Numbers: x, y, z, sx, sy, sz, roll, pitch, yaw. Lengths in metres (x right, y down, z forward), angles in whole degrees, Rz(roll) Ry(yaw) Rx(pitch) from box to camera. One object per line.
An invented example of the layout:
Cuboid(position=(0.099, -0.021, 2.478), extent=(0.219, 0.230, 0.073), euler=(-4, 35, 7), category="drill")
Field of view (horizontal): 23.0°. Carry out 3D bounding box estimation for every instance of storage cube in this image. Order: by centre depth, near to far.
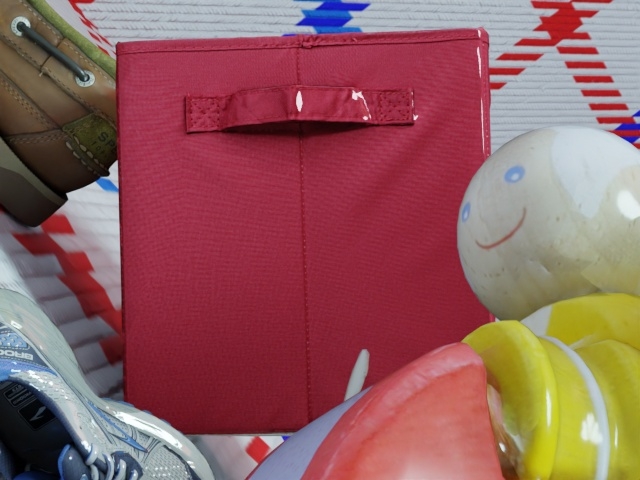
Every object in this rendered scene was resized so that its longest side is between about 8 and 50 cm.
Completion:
Cuboid(position=(0.000, 0.000, 0.831), extent=(0.215, 0.183, 0.193), euler=(36, 53, -85), category="storage cube")

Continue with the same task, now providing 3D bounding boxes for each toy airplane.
Cuboid(position=(0.149, 0.077, 0.599), extent=(0.384, 0.386, 0.272), euler=(68, 1, -72), category="toy airplane")

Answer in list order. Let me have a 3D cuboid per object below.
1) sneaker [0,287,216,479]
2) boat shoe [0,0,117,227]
Cuboid(position=(-0.087, 0.080, 0.557), extent=(0.135, 0.052, 0.058), euler=(43, 15, -20), category="sneaker")
Cuboid(position=(-0.212, -0.156, 0.912), extent=(0.307, 0.104, 0.111), euler=(52, 2, 7), category="boat shoe")
